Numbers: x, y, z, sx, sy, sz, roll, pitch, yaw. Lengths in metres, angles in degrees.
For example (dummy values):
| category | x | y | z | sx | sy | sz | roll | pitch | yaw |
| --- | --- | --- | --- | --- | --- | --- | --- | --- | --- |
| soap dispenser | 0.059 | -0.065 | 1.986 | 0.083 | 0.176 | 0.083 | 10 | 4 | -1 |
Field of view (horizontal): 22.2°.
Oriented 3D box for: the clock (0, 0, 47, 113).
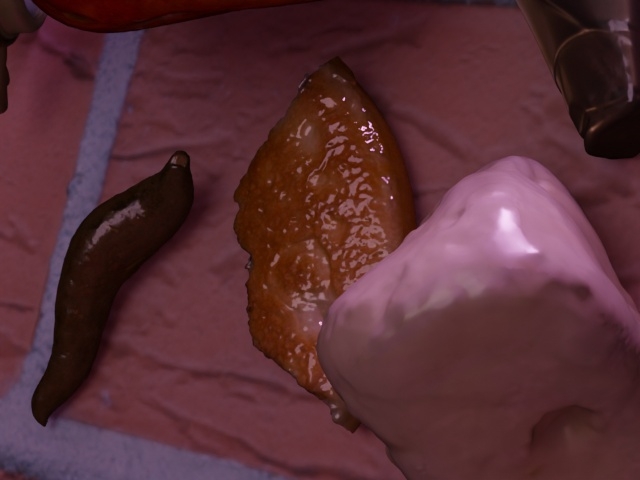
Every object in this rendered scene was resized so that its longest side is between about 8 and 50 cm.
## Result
| category | x | y | z | sx | sy | sz | roll | pitch | yaw |
| --- | --- | --- | --- | --- | --- | --- | --- | --- | --- |
| clock | -0.272 | -0.263 | 1.296 | 0.096 | 0.235 | 0.308 | 0 | 80 | 1 |

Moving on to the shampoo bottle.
| category | x | y | z | sx | sy | sz | roll | pitch | yaw |
| --- | --- | --- | --- | --- | --- | --- | --- | --- | --- |
| shampoo bottle | 0.162 | -0.224 | 1.094 | 0.125 | 0.084 | 0.350 | -33 | 61 | 44 |

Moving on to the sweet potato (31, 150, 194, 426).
| category | x | y | z | sx | sy | sz | roll | pitch | yaw |
| --- | --- | --- | --- | --- | --- | --- | --- | --- | --- |
| sweet potato | -0.170 | 0.028 | 1.261 | 0.069 | 0.059 | 0.249 | 38 | 103 | 21 |

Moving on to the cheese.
| category | x | y | z | sx | sy | sz | roll | pitch | yaw |
| --- | --- | --- | --- | --- | --- | --- | --- | --- | --- |
| cheese | 0.095 | 0.043 | 0.979 | 0.173 | 0.248 | 0.251 | -32 | 54 | 16 |

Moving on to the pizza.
| category | x | y | z | sx | sy | sz | roll | pitch | yaw |
| --- | --- | --- | --- | --- | --- | --- | --- | --- | --- |
| pizza | 0.005 | 0.002 | 1.154 | 0.134 | 0.056 | 0.271 | -21 | 68 | 24 |

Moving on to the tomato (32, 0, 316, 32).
| category | x | y | z | sx | sy | sz | roll | pitch | yaw |
| --- | --- | --- | --- | --- | --- | --- | --- | --- | --- |
| tomato | -0.086 | -0.288 | 1.135 | 0.325 | 0.290 | 0.293 | -13 | 85 | 7 |
